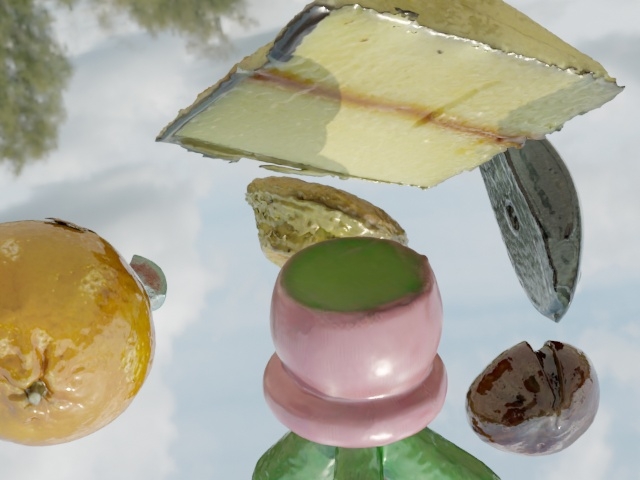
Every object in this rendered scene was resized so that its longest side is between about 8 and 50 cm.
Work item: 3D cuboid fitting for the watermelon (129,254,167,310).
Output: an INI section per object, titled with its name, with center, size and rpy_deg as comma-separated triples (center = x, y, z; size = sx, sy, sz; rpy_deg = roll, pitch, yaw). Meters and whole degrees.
[watermelon]
center = -0.240, 0.062, 1.443
size = 0.061, 0.085, 0.085
rpy_deg = 3, -174, -40

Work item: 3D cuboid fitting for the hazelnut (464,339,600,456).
[hazelnut]
center = 0.317, 0.242, 1.623
size = 0.203, 0.178, 0.178
rpy_deg = -7, -161, -2

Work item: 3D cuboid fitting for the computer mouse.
[computer mouse]
center = 0.367, -0.049, 1.802
size = 0.114, 0.374, 0.203
rpy_deg = -13, 164, -12

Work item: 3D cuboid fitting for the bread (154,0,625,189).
[bread]
center = 0.084, -0.152, 1.304
size = 0.346, 0.405, 0.242
rpy_deg = -45, -170, 43

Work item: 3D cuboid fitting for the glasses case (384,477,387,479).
[glasses case]
center = 0.129, 0.456, 1.762
size = 0.051, 0.081, 0.204
rpy_deg = -21, -143, -11

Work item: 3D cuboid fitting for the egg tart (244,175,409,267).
[egg tart]
center = 0.000, 0.000, 1.715
size = 0.294, 0.294, 0.123
rpy_deg = 7, -111, 43

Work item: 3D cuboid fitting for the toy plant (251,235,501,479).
[toy plant]
center = 0.066, 0.183, 1.249
size = 0.316, 0.356, 0.211
rpy_deg = 1, -157, 5

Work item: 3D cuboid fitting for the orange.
[orange]
center = -0.265, 0.088, 1.023
size = 0.219, 0.219, 0.193
rpy_deg = -7, -167, 12
